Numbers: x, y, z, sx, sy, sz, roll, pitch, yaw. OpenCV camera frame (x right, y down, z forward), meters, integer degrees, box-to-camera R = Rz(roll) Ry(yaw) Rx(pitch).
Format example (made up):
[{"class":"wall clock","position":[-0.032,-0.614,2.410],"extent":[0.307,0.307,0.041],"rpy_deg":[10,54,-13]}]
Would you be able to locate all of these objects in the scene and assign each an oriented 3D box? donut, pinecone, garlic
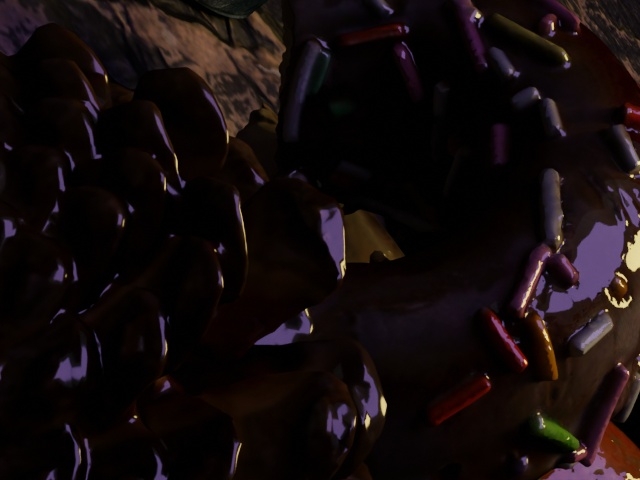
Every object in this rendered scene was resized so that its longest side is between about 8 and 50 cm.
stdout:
[{"class":"donut","position":[0.059,-0.009,0.752],"extent":[0.136,0.259,0.345],"rpy_deg":[82,23,-52]},{"class":"pinecone","position":[-0.088,0.070,0.506],"extent":[0.292,0.246,0.246],"rpy_deg":[59,12,-60]},{"class":"garlic","position":[0.003,0.009,0.897],"extent":[0.195,0.087,0.101],"rpy_deg":[51,13,-4]}]

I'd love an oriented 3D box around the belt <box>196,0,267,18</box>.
[{"class":"belt","position":[-0.086,-0.243,1.020],"extent":[0.190,0.082,0.141],"rpy_deg":[32,38,-41]}]

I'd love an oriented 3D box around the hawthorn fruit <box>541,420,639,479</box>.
[{"class":"hawthorn fruit","position":[0.086,0.164,0.791],"extent":[0.194,0.157,0.157],"rpy_deg":[-24,79,-26]}]

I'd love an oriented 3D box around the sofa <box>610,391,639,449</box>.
[{"class":"sofa","position":[0.234,0.168,0.974],"extent":[0.182,0.200,0.258],"rpy_deg":[45,27,-18]}]
